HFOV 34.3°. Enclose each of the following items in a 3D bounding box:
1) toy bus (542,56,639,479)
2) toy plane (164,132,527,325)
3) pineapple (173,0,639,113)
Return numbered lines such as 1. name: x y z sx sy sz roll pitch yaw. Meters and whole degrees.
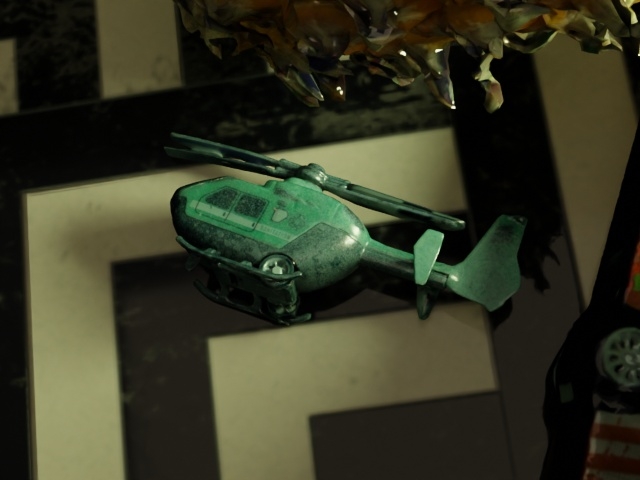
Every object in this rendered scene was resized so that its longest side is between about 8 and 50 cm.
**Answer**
1. toy bus: 0.198 -0.007 0.566 0.092 0.093 0.408 18 77 3
2. toy plane: 0.000 0.000 0.606 0.235 0.060 0.096 17 63 15
3. pineapple: 0.036 -0.232 0.515 0.300 0.352 0.352 -9 69 41
